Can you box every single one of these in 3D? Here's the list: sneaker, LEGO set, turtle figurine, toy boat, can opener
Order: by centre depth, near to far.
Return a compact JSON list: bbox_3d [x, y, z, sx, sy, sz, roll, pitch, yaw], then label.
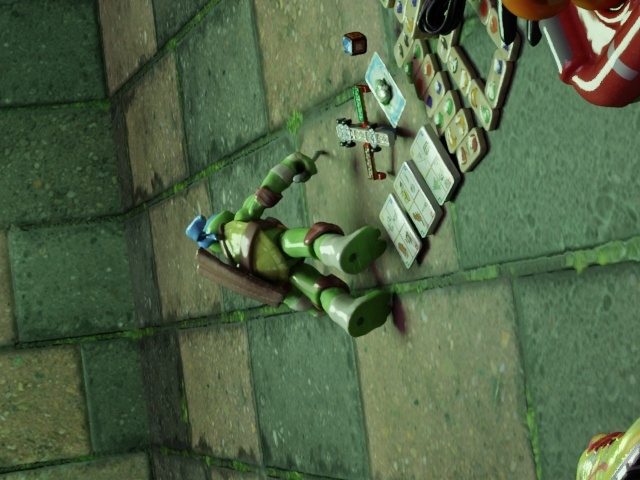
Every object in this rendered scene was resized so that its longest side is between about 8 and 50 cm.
[{"bbox_3d":[0.205,-0.201,1.157,0.231,0.151,0.151,116,141,-58],"label":"toy boat"},{"bbox_3d":[0.250,0.189,1.266,0.208,0.081,0.094,105,155,-47],"label":"sneaker"},{"bbox_3d":[0.183,-0.267,1.377,0.059,0.073,0.186,2,104,32],"label":"can opener"},{"bbox_3d":[0.086,-0.117,1.733,0.244,0.060,0.182,61,153,24],"label":"LEGO set"},{"bbox_3d":[0.000,0.000,1.912,0.266,0.274,0.198,26,99,45],"label":"turtle figurine"}]

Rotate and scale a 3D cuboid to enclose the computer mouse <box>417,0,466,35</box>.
[{"bbox_3d":[0.058,-0.333,1.492,0.262,0.060,0.184,45,132,14],"label":"computer mouse"}]

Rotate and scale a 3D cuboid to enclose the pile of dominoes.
[{"bbox_3d":[0.121,-0.200,1.584,0.251,0.040,0.196,-114,26,-43],"label":"pile of dominoes"}]
